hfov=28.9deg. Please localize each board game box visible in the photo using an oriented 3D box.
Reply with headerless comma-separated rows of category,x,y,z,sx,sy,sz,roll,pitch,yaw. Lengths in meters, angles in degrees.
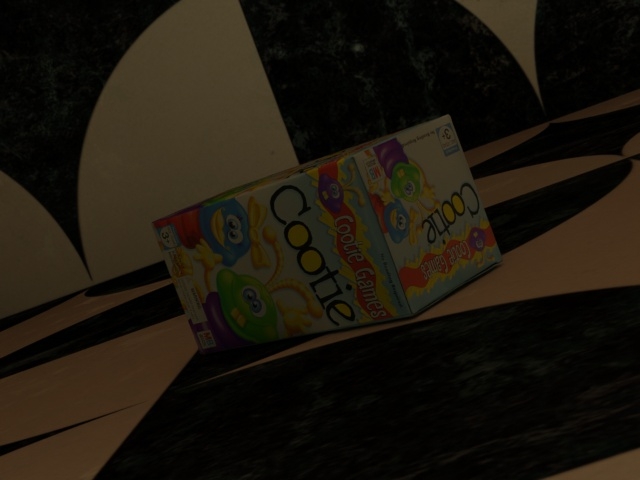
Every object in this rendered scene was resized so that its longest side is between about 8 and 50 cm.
board game box,0.000,0.000,1.137,0.275,0.142,0.144,-15,8,44
